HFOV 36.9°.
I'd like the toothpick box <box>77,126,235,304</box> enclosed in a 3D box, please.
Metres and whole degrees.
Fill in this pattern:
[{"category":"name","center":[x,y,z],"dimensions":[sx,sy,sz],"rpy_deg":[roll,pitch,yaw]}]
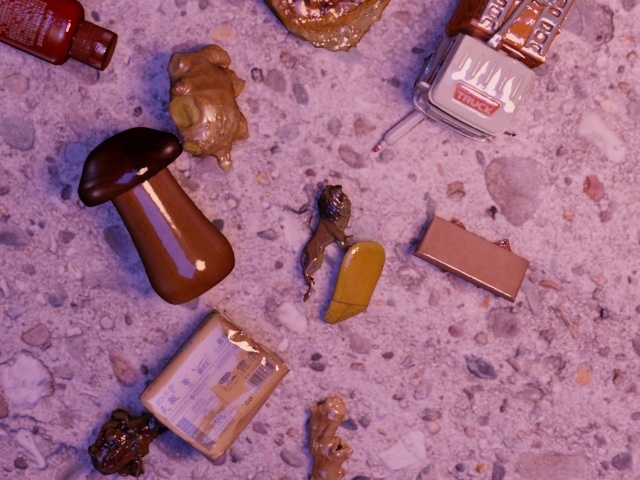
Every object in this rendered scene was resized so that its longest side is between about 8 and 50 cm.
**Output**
[{"category":"toothpick box","center":[-0.274,-0.046,1.613],"dimensions":[0.192,0.192,0.294],"rpy_deg":[-28,104,9]}]

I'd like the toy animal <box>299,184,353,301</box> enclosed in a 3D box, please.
[{"category":"toy animal","center":[0.014,0.010,1.670],"dimensions":[0.086,0.069,0.219],"rpy_deg":[23,99,17]}]

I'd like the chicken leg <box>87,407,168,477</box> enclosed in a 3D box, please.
[{"category":"chicken leg","center":[-0.337,0.355,1.765],"dimensions":[0.125,0.080,0.196],"rpy_deg":[40,94,-16]}]

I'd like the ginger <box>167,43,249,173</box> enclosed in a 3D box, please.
[{"category":"ginger","center":[-0.187,-0.215,1.592],"dimensions":[0.102,0.157,0.216],"rpy_deg":[-9,99,31]}]

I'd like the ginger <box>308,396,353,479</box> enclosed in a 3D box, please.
[{"category":"ginger","center":[0.015,0.424,1.762],"dimensions":[0.089,0.075,0.288],"rpy_deg":[0,99,-2]}]

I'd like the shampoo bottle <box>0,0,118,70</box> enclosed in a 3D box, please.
[{"category":"shampoo bottle","center":[-0.497,-0.378,1.604],"dimensions":[0.314,0.076,0.118],"rpy_deg":[23,102,-2]}]

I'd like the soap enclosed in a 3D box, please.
[{"category":"soap","center":[0.063,0.079,1.686],"dimensions":[0.089,0.033,0.168],"rpy_deg":[6,110,-29]}]

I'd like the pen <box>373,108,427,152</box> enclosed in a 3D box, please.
[{"category":"pen","center":[0.176,-0.218,1.627],"dimensions":[0.218,0.026,0.026],"rpy_deg":[-38,98,10]}]

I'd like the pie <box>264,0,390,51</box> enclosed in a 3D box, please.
[{"category":"pie","center":[0.017,-0.472,1.550],"dimensions":[0.308,0.085,0.308],"rpy_deg":[1,101,3]}]

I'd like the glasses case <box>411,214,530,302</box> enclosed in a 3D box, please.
[{"category":"glasses case","center":[0.262,0.024,1.664],"dimensions":[0.193,0.070,0.102],"rpy_deg":[26,75,-1]}]

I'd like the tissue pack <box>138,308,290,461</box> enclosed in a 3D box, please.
[{"category":"tissue pack","center":[-0.189,0.256,1.700],"dimensions":[0.186,0.090,0.222],"rpy_deg":[39,87,-7]}]

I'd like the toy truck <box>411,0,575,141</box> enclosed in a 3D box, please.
[{"category":"toy truck","center":[0.298,-0.347,1.484],"dimensions":[0.173,0.207,0.387],"rpy_deg":[27,96,-4]}]
